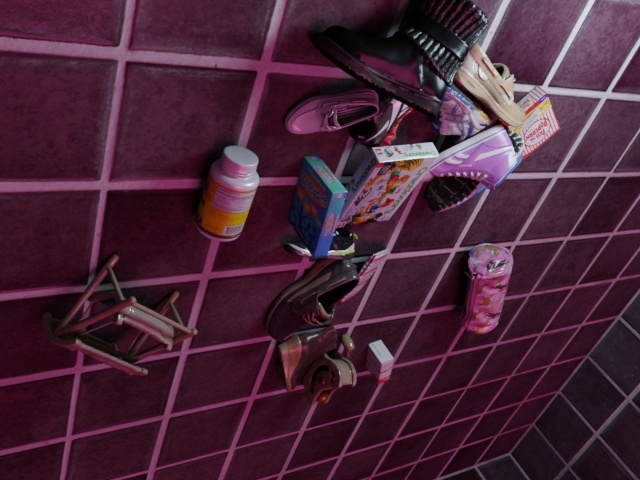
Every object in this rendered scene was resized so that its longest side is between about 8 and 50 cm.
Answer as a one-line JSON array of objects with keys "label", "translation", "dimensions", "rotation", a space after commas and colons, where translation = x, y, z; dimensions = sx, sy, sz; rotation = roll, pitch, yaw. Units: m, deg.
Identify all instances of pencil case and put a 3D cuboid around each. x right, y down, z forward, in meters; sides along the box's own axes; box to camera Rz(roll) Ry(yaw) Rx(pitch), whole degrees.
[{"label": "pencil case", "translation": [0.598, 0.183, 2.416], "dimensions": [0.167, 0.160, 0.386], "rotation": [-2, 139, 5]}]

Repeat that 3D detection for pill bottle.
[{"label": "pill bottle", "translation": [-0.215, -0.110, 1.549], "dimensions": [0.117, 0.117, 0.215], "rotation": [-2, 131, -35]}]

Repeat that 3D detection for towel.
[{"label": "towel", "translation": [0.133, 0.104, 2.050], "dimensions": [0.197, 0.029, 0.144], "rotation": [-54, 167, 18]}]

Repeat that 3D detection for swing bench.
[{"label": "swing bench", "translation": [-0.496, 0.212, 1.637], "dimensions": [0.255, 0.165, 0.253], "rotation": [-40, 142, 6]}]

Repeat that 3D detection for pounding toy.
[{"label": "pounding toy", "translation": [0.069, 0.474, 2.328], "dimensions": [0.155, 0.154, 0.269], "rotation": [4, 127, -39]}]

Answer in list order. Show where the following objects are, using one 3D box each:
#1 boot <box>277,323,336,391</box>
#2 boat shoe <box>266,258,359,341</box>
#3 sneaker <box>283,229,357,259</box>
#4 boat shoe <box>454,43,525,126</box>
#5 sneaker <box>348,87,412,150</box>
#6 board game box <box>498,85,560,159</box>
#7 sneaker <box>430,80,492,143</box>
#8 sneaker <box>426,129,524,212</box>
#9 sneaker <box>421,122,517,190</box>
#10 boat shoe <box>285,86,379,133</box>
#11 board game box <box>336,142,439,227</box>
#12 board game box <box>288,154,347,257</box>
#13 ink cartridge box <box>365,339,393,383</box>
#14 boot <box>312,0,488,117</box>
[{"label": "boot", "translation": [-0.038, 0.400, 2.223], "dimensions": [0.207, 0.090, 0.248], "rotation": [-18, 135, -18]}, {"label": "boat shoe", "translation": [-0.025, 0.187, 1.982], "dimensions": [0.355, 0.130, 0.132], "rotation": [-48, 140, 15]}, {"label": "sneaker", "translation": [0.000, 0.000, 1.875], "dimensions": [0.235, 0.084, 0.097], "rotation": [4, 95, -35]}, {"label": "boat shoe", "translation": [0.463, -0.405, 1.740], "dimensions": [0.341, 0.121, 0.110], "rotation": [22, 116, -45]}, {"label": "sneaker", "translation": [0.160, -0.339, 1.604], "dimensions": [0.135, 0.097, 0.276], "rotation": [5, 128, -42]}, {"label": "board game box", "translation": [0.628, -0.349, 1.978], "dimensions": [0.147, 0.045, 0.193], "rotation": [-41, 141, 8]}, {"label": "sneaker", "translation": [0.335, -0.334, 1.724], "dimensions": [0.131, 0.111, 0.296], "rotation": [-38, 143, 23]}, {"label": "sneaker", "translation": [0.469, -0.180, 1.966], "dimensions": [0.330, 0.129, 0.147], "rotation": [-34, 148, 11]}, {"label": "sneaker", "translation": [0.407, -0.194, 1.841], "dimensions": [0.282, 0.161, 0.102], "rotation": [-24, -176, 14]}, {"label": "boat shoe", "translation": [0.026, -0.295, 1.527], "dimensions": [0.226, 0.075, 0.083], "rotation": [-20, 129, 8]}, {"label": "board game box", "translation": [0.162, -0.144, 1.773], "dimensions": [0.193, 0.053, 0.305], "rotation": [-10, 153, -29]}, {"label": "board game box", "translation": [-0.012, -0.087, 1.689], "dimensions": [0.047, 0.160, 0.210], "rotation": [-8, 134, -29]}, {"label": "ink cartridge box", "translation": [0.219, 0.452, 2.458], "dimensions": [0.056, 0.099, 0.135], "rotation": [-18, 139, -21]}, {"label": "boot", "translation": [0.178, -0.457, 1.461], "dimensions": [0.348, 0.131, 0.260], "rotation": [22, 100, -23]}]
